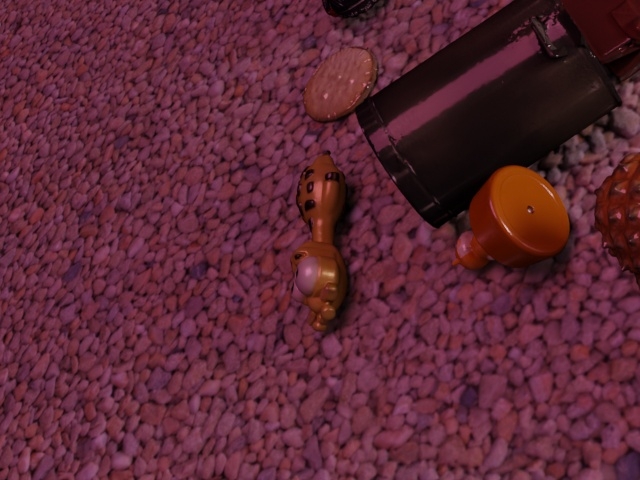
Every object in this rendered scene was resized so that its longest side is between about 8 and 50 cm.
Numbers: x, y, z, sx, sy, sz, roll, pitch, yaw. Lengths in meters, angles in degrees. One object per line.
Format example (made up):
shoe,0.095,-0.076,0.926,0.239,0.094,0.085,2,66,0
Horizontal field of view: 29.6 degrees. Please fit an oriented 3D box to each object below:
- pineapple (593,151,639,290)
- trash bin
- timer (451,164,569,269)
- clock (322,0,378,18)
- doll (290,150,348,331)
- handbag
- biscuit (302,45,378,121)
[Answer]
pineapple,0.447,0.031,1.305,0.175,0.175,0.361,-47,40,6
trash bin,0.225,-0.181,1.626,0.301,0.252,0.203,-34,78,13
timer,0.228,-0.007,1.588,0.152,0.132,0.132,-40,36,48
clock,0.073,-0.484,2.073,0.194,0.100,0.195,-31,46,20
doll,-0.001,0.000,1.801,0.117,0.086,0.291,113,162,-55
handbag,0.450,-0.377,1.667,0.260,0.084,0.275,-34,44,16
biscuit,0.032,-0.260,2.007,0.152,0.020,0.152,-24,47,29
